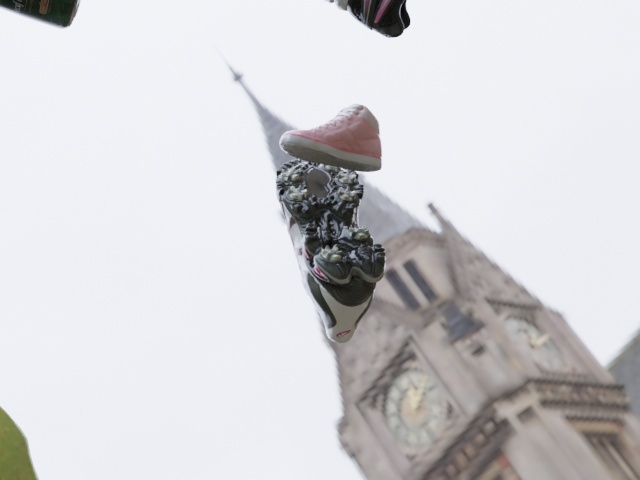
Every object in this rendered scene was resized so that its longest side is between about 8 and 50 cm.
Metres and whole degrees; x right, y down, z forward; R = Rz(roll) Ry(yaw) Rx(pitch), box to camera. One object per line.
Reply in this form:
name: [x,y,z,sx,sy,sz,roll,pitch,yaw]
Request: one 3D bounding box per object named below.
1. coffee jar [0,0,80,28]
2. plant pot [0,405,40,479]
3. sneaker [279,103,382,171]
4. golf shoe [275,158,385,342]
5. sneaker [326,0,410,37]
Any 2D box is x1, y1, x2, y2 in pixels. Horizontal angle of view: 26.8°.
coffee jar: [-0.255,-0.220,0.959,0.184,0.079,0.096,15,-29,-12]
plant pot: [-0.254,0.178,0.591,0.254,0.276,0.276,-45,-16,-52]
sneaker: [0.013,-0.120,1.477,0.134,0.070,0.051,10,-10,-36]
golf shoe: [0.000,0.000,1.557,0.105,0.273,0.120,1,-56,-11]
sneaker: [0.082,-0.219,0.954,0.178,0.077,0.072,-48,0,27]
